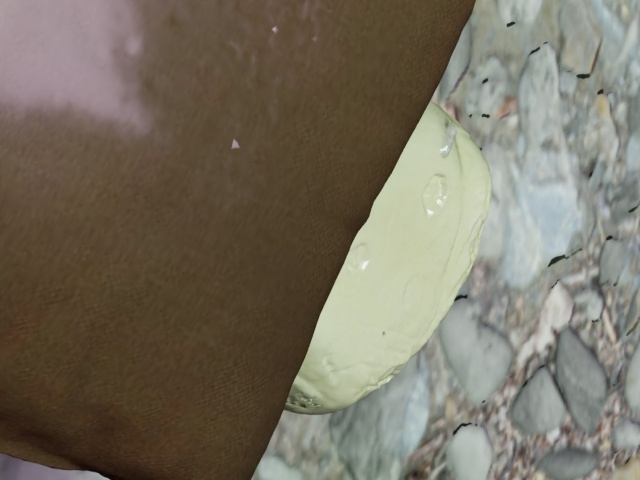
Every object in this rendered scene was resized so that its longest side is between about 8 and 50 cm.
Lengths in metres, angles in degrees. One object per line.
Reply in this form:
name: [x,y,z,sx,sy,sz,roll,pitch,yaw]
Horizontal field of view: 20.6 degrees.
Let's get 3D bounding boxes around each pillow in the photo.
pillow: [-0.079,-0.095,0.514,0.308,0.108,0.305,29,84,-39]

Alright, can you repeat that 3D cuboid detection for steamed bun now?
steamed bun: [0.000,0.000,0.676,0.112,0.091,0.130,36,80,-50]
